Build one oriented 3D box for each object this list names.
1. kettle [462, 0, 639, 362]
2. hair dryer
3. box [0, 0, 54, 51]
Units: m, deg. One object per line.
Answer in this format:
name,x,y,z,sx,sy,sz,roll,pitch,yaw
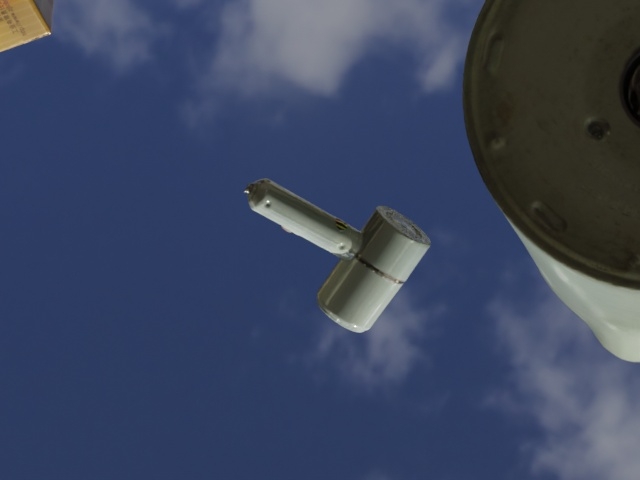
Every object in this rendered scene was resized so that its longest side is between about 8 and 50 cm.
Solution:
kettle,0.250,-0.111,1.212,0.250,0.377,0.361,7,-100,12
hair dryer,0.000,0.000,1.188,0.137,0.082,0.047,30,-164,-22
box,-0.332,-0.319,1.641,0.070,0.237,0.152,-20,-142,11
